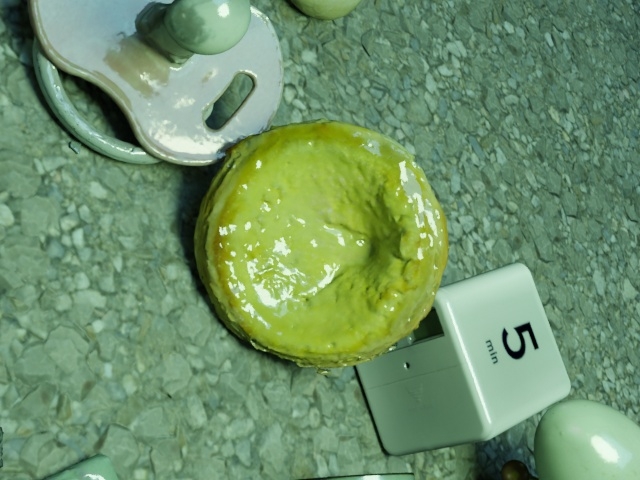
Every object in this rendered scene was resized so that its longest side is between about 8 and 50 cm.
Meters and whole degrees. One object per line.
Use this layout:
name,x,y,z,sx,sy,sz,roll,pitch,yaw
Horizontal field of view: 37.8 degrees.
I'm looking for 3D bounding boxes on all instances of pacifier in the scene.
pacifier,-0.174,-0.239,1.078,0.332,0.273,0.220,45,33,-20

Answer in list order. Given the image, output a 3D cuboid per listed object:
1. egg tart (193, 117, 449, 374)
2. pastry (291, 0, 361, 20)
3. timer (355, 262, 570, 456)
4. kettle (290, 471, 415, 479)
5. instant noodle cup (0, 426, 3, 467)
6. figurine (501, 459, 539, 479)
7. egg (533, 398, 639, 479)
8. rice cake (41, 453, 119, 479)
egg tart,0.000,0.000,1.141,0.315,0.315,0.120,58,3,-7
pastry,-0.005,-0.398,1.372,0.156,0.092,0.157,18,60,-33
timer,0.181,0.157,1.240,0.195,0.192,0.194,-13,82,-43
kettle,0.047,0.393,1.068,0.221,0.161,0.237,37,45,-65
instant noodle cup,-0.393,0.140,0.740,0.207,0.217,0.218,-14,83,-37
figurine,0.252,0.417,1.255,0.274,0.133,0.194,-36,95,-34
egg,0.357,0.291,1.204,0.209,0.151,0.151,48,48,-22
rice cake,-0.211,0.330,0.929,0.080,0.042,0.222,-18,87,-45
